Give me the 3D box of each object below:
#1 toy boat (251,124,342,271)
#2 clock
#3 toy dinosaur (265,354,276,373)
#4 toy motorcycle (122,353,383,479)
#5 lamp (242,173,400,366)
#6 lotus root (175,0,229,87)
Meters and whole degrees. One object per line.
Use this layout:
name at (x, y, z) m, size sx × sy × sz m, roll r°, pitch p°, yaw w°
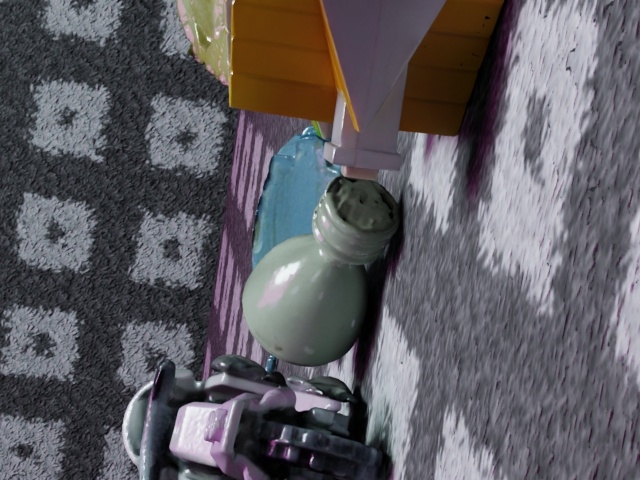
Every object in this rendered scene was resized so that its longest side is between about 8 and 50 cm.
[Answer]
toy boat at (0.000, 0.000, 1.315) m, size 0.102 × 0.088 × 0.215 m, roll -12°, pitch -67°, yaw -62°
clock at (0.026, -0.199, 0.926) m, size 0.235 × 0.166 × 0.309 m, roll -131°, pitch 47°, yaw -80°
toy dinosaur at (-0.085, 0.237, 1.785) m, size 0.080 × 0.045 × 0.197 m, roll -33°, pitch -42°, yaw -83°
toy motorcycle at (-0.064, 0.162, 1.153) m, size 0.327 × 0.188 × 0.143 m, roll 137°, pitch 147°, yaw -78°
lamp at (0.003, 0.028, 1.160) m, size 0.193 × 0.106 × 0.106 m, roll 122°, pitch 156°, yaw -49°
lotus root at (-0.040, -0.294, 1.595) m, size 0.267 × 0.149 × 0.260 m, roll 28°, pitch 120°, yaw 53°
